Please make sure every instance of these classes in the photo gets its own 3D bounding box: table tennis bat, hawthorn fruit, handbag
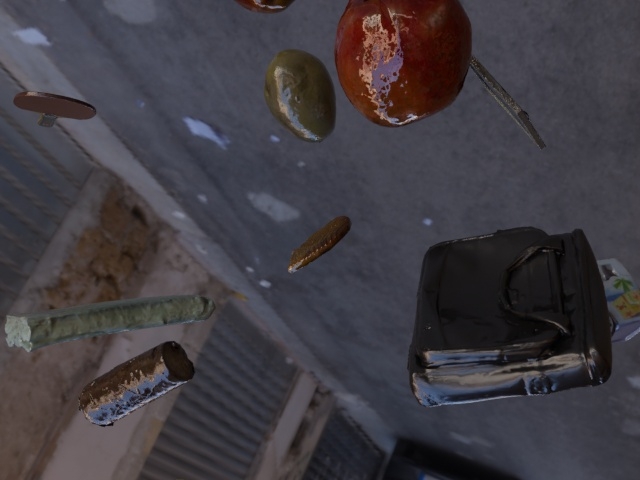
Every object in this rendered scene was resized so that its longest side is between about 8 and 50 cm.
[{"bbox_3d":[-0.536,-0.259,1.600,0.154,0.021,0.274,9,175,-24],"label":"table tennis bat"},{"bbox_3d":[0.125,-0.353,1.361,0.254,0.254,0.300,11,151,34],"label":"hawthorn fruit"},{"bbox_3d":[0.233,0.085,1.009,0.244,0.275,0.088,-9,120,20],"label":"handbag"}]

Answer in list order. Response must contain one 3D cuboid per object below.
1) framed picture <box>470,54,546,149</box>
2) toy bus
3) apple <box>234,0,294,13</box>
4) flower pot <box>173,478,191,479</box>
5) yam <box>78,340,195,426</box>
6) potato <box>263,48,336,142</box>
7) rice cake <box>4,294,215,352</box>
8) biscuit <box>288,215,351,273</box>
[{"bbox_3d":[0.365,-0.292,1.613,0.209,0.019,0.281,54,-166,23],"label":"framed picture"},{"bbox_3d":[0.326,0.118,1.223,0.329,0.136,0.109,-8,154,-12],"label":"toy bus"},{"bbox_3d":[-0.131,-0.632,1.841,0.234,0.234,0.234,22,161,8],"label":"apple"},{"bbox_3d":[-0.234,0.513,1.273,0.195,0.179,0.195,12,120,21],"label":"flower pot"},{"bbox_3d":[-0.434,0.336,1.896,0.279,0.131,0.131,-30,133,21],"label":"yam"},{"bbox_3d":[-0.038,-0.315,1.767,0.160,0.178,0.235,7,156,27],"label":"potato"},{"bbox_3d":[-0.235,0.088,0.902,0.211,0.038,0.124,-7,180,-32],"label":"rice cake"},{"bbox_3d":[-0.001,-0.001,2.085,0.176,0.228,0.031,-25,107,26],"label":"biscuit"}]
